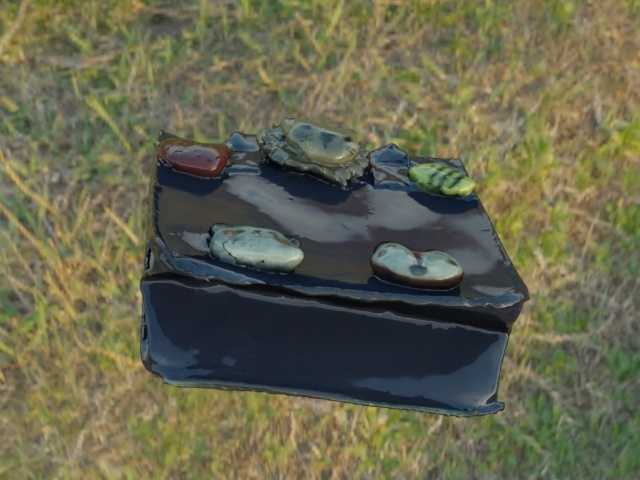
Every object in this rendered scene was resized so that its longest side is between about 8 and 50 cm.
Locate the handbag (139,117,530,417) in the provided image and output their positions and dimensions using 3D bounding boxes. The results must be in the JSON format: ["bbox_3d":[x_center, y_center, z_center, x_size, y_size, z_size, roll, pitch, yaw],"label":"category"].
[{"bbox_3d":[0.000,0.000,1.058,0.303,0.122,0.329,7,29,-9],"label":"handbag"}]
